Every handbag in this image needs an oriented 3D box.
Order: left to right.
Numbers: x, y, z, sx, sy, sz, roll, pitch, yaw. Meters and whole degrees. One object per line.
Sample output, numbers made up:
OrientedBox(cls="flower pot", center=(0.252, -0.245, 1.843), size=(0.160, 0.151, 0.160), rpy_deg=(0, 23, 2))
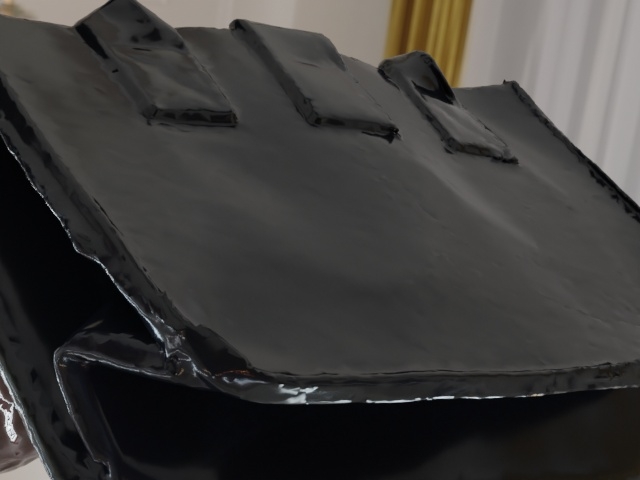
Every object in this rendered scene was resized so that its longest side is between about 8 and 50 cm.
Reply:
OrientedBox(cls="handbag", center=(0.000, 0.000, 0.658), size=(0.325, 0.118, 0.269), rpy_deg=(5, -143, -40))

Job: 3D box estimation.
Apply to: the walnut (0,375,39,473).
OrientedBox(cls="walnut", center=(-0.280, 0.061, 1.141), size=(0.243, 0.269, 0.222), rpy_deg=(-6, -139, 11))
